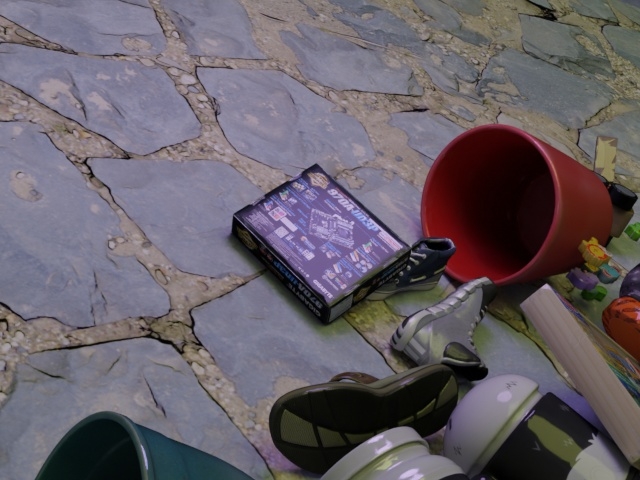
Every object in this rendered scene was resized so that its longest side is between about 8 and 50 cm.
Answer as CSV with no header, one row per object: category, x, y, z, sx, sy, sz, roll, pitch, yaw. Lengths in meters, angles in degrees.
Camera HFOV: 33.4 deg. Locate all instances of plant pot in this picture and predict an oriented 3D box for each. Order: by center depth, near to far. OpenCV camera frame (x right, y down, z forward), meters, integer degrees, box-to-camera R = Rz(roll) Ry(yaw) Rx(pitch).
plant pot,-0.122,0.321,0.984,0.255,0.272,0.272,23,31,-31
plant pot,0.349,-0.047,1.803,0.243,0.275,0.275,7,38,-45

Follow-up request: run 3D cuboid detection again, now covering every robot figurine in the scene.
robot figurine,0.286,0.297,1.365,0.278,0.174,0.209,39,-6,16

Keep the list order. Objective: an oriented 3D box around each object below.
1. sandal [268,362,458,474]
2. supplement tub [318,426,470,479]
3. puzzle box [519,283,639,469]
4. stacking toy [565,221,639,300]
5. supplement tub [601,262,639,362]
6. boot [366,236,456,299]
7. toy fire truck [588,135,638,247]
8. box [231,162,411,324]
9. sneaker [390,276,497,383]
sandal,0.053,0.221,1.378,0.302,0.120,0.086,-4,17,-40
supplement tub,0.121,0.357,1.147,0.191,0.191,0.272,-11,49,-43
puzzle box,0.448,0.235,1.499,0.409,0.052,0.272,33,20,-49
stacking toy,0.466,0.060,1.802,0.221,0.167,0.052,-14,52,-46
supplement tub,0.642,0.076,1.752,0.338,0.207,0.207,-37,62,-12
boot,0.126,0.036,1.672,0.190,0.086,0.069,-8,47,-41
toy fire truck,0.514,-0.128,2.122,0.217,0.159,0.246,26,22,0
box,0.000,0.000,1.613,0.175,0.051,0.220,-34,64,-29
sneaker,0.218,0.148,1.604,0.228,0.086,0.132,-26,64,-38
